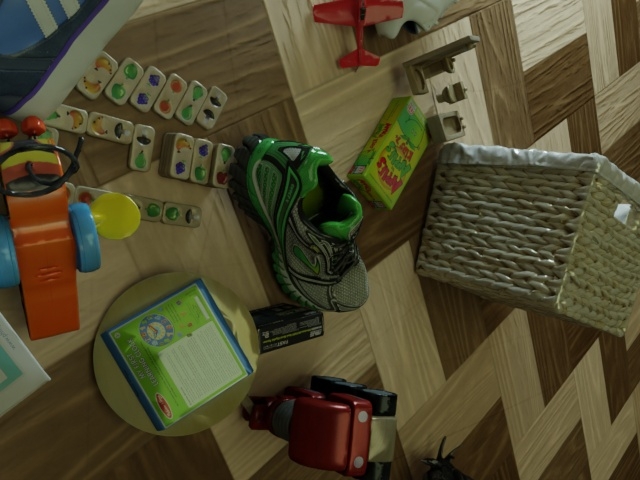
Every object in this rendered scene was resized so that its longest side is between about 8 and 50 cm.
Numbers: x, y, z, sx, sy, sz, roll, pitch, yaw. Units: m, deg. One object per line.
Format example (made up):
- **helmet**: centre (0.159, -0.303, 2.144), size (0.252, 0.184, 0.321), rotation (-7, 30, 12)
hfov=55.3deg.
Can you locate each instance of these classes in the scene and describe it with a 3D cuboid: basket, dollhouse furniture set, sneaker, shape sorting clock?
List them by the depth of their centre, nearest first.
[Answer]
- **sneaker**: centre (-0.292, -0.277, 0.548), size (0.323, 0.130, 0.236), rotation (-51, 139, 10)
- **shape sorting clock**: centre (-0.181, 0.143, 0.779), size (0.206, 0.040, 0.206), rotation (2, 84, -20)
- **sneaker**: centre (0.000, 0.000, 0.885), size (0.134, 0.146, 0.343), rotation (-57, 139, -24)
- **sneaker**: centre (0.183, -0.436, 1.063), size (0.297, 0.111, 0.129), rotation (-26, 124, -31)
- **dollhouse furniture set**: centre (0.249, -0.264, 1.081), size (0.144, 0.123, 0.151), rotation (-25, 98, -57)
- **basket**: centre (0.404, -0.003, 1.158), size (0.328, 0.331, 0.266), rotation (20, 87, -42)

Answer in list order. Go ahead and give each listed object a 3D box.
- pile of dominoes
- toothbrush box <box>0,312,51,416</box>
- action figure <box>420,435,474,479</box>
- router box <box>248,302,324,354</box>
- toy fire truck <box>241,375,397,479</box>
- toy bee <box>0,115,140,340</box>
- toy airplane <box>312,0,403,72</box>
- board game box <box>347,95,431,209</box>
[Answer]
- **pile of dominoes**: centre (-0.220, -0.124, 0.753), size (0.251, 0.040, 0.196), rotation (9, 89, -43)
- **toothbrush box**: centre (-0.366, 0.033, 0.463), size (0.126, 0.295, 0.216), rotation (-41, 120, -32)
- **action figure**: centre (0.217, 0.526, 1.172), size (0.164, 0.141, 0.276), rotation (39, 43, -30)
- **router box**: centre (-0.069, 0.125, 0.885), size (0.122, 0.092, 0.038), rotation (-10, 102, -42)
- **toy fire truck**: centre (-0.041, 0.236, 0.860), size (0.246, 0.217, 0.158), rotation (10, 82, -27)
- **toy bee**: centre (-0.273, -0.037, 0.612), size (0.195, 0.298, 0.162), rotation (5, 49, -45)
- **toy airplane**: centre (0.060, -0.335, 0.964), size (0.151, 0.028, 0.151), rotation (-8, 125, -11)
- **board game box**: centre (0.126, -0.153, 1.066), size (0.092, 0.043, 0.181), rotation (46, 64, -36)
